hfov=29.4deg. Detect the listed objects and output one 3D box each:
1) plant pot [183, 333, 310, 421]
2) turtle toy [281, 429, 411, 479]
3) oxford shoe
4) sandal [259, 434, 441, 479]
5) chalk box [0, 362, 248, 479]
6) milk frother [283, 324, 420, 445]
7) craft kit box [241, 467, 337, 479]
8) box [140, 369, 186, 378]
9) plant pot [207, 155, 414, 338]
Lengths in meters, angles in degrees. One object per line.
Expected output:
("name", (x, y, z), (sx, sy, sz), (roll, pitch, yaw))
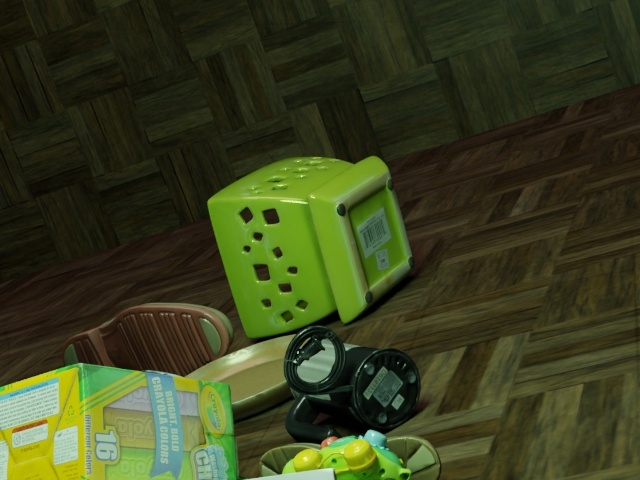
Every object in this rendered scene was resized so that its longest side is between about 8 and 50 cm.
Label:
("plant pot", (-0.093, 0.181, 1.548), (0.236, 0.032, 0.236), (-20, 11, 4))
("turtle toy", (0.020, 0.202, 1.026), (0.130, 0.095, 0.066), (-15, 22, 29))
("oxford shoe", (-0.236, 0.138, 1.790), (0.348, 0.123, 0.130), (-11, 11, 42))
("sandal", (0.029, 0.208, 1.089), (0.180, 0.072, 0.049), (-14, -3, 26))
("chalk box", (-0.154, 0.186, 1.013), (0.132, 0.132, 0.213), (-20, -23, 36))
("milk frother", (0.006, 0.135, 1.280), (0.129, 0.143, 0.134), (-34, 18, -27))
("craft kit box", (-0.102, 0.221, 0.854), (0.246, 0.061, 0.250), (-6, -20, 0))
("box", (-0.205, 0.234, 1.152), (0.207, 0.153, 0.108), (-27, 12, -28))
("plant pot", (0.000, 0.000, 1.792), (0.207, 0.227, 0.228), (-6, 17, 35))
